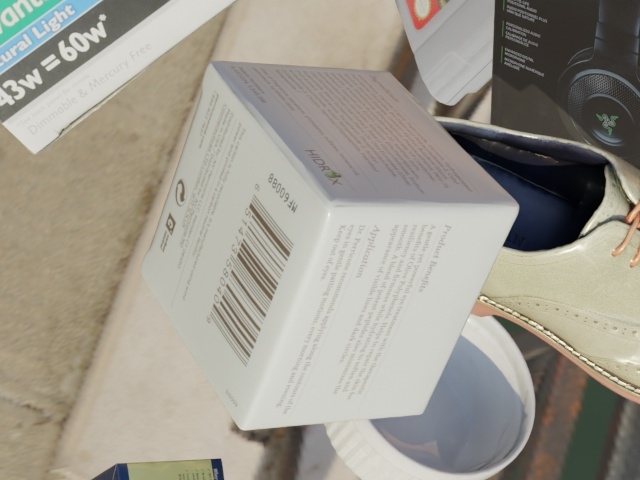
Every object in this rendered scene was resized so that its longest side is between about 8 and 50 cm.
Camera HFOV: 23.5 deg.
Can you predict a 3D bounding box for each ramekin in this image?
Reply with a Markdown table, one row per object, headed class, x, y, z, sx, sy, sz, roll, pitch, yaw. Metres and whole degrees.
| class | x | y | z | sx | sy | sz | roll | pitch | yaw |
| --- | --- | --- | --- | --- | --- | --- | --- | --- | --- |
| ramekin | 0.098 | 0.159 | 1.531 | 0.207 | 0.109 | 0.207 | 13 | 56 | -20 |

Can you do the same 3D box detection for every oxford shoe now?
| class | x | y | z | sx | sy | sz | roll | pitch | yaw |
| --- | --- | --- | --- | --- | --- | --- | --- | --- | --- |
| oxford shoe | 0.216 | 0.021 | 1.062 | 0.397 | 0.146 | 0.140 | 17 | 70 | 4 |

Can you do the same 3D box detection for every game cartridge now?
| class | x | y | z | sx | sy | sz | roll | pitch | yaw |
| --- | --- | --- | --- | --- | --- | --- | --- | --- | --- |
| game cartridge | 0.150 | -0.313 | 1.606 | 0.060 | 0.196 | 0.294 | 13 | 49 | -39 |

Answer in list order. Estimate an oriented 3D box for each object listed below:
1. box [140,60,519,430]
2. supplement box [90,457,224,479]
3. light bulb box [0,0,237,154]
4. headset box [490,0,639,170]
| class | x | y | z | sx | sy | sz | roll | pitch | yaw |
| --- | --- | --- | --- | --- | --- | --- | --- | --- | --- |
| box | 0.000 | 0.000 | 0.575 | 0.087 | 0.101 | 0.102 | 0 | 36 | -33 |
| supplement box | -0.113 | 0.202 | 1.089 | 0.083 | 0.056 | 0.083 | 2 | 67 | -32 |
| light bulb box | -0.213 | -0.334 | 1.292 | 0.358 | 0.361 | 0.225 | -35 | 139 | 5 |
| headset box | 0.279 | -0.167 | 1.294 | 0.246 | 0.283 | 0.131 | 29 | 49 | 32 |
